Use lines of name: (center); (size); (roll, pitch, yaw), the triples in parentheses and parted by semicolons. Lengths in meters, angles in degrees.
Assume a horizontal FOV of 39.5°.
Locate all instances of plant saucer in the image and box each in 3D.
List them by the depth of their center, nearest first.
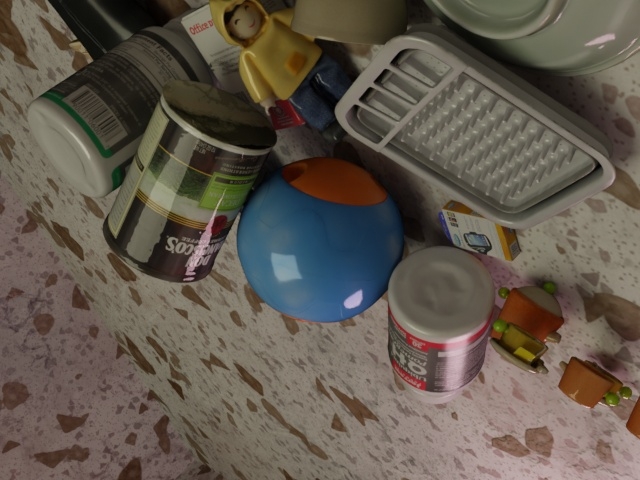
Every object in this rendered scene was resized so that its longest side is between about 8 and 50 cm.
plant saucer: (0.203, -0.342, 0.998); (0.400, 0.100, 0.400); (36, 151, 24)

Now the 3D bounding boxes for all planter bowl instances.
planter bowl: (0.045, -0.333, 1.206); (0.162, 0.162, 0.109); (25, 119, 38)

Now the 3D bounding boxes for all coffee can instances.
coffee can: (-0.220, -0.097, 1.484); (0.201, 0.201, 0.275); (39, 118, 18)

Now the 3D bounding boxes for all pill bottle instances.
pill bottle: (0.205, 0.164, 1.564); (0.176, 0.176, 0.318); (35, 155, 25)
pill bottle: (-0.319, -0.254, 1.598); (0.204, 0.361, 0.204); (35, 150, 24)

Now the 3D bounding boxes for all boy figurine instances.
boy figurine: (-0.048, -0.284, 1.368); (0.285, 0.177, 0.092); (43, -175, -23)

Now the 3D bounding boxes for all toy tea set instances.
toy tea set: (0.411, 0.175, 1.365); (0.336, 0.124, 0.200); (31, -172, -4)

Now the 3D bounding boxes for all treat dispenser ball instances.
treat dispenser ball: (0.000, 0.000, 1.540); (0.288, 0.288, 0.288); (36, 151, 24)

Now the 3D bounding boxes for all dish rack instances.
dish rack: (0.204, -0.152, 1.187); (0.333, 0.072, 0.285); (32, 157, -8)

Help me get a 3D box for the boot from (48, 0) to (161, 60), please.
boot: (-0.471, -0.539, 1.684); (0.445, 0.146, 0.367); (54, 161, -4)

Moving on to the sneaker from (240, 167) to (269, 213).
sneaker: (-0.072, -0.048, 1.816); (0.341, 0.125, 0.139); (47, -179, -4)

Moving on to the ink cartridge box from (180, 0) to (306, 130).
ink cartridge box: (-0.103, -0.307, 1.496); (0.172, 0.100, 0.237); (-2, 126, 57)

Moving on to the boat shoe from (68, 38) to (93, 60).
boat shoe: (-0.500, -0.425, 1.973); (0.170, 0.063, 0.059); (10, 129, 50)

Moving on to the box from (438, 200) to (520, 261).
box: (0.251, -0.018, 1.434); (0.136, 0.028, 0.081); (19, 141, 48)
